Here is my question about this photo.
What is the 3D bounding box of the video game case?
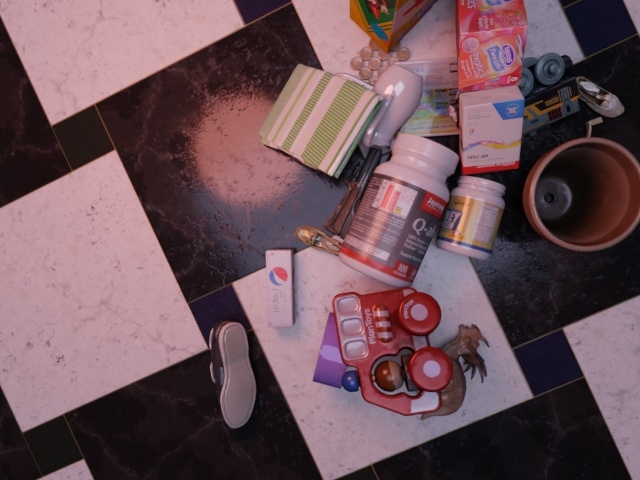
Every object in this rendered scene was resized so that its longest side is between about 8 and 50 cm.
[{"bbox_3d":[0.316,-0.391,1.259,0.227,0.026,0.206,-3,96,4],"label":"video game case"}]

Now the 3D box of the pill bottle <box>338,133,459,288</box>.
[{"bbox_3d":[0.206,-0.076,1.193,0.210,0.210,0.363,23,94,3],"label":"pill bottle"}]

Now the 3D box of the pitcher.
[{"bbox_3d":[0.174,-0.338,1.175,0.125,0.178,0.207,28,113,9],"label":"pitcher"}]

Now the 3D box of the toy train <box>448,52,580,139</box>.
[{"bbox_3d":[0.502,-0.350,1.185,0.334,0.142,0.190,-24,106,-1],"label":"toy train"}]

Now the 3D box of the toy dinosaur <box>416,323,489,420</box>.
[{"bbox_3d":[0.354,0.382,1.249,0.200,0.127,0.296,7,98,-3],"label":"toy dinosaur"}]

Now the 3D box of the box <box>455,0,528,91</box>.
[{"bbox_3d":[0.402,-0.516,1.108,0.142,0.154,0.300,0,52,14],"label":"box"}]

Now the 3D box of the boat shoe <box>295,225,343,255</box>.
[{"bbox_3d":[0.000,0.002,1.293,0.153,0.048,0.056,28,94,3],"label":"boat shoe"}]

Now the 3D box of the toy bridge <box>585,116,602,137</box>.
[{"bbox_3d":[0.750,-0.232,1.237,0.063,0.026,0.188,-17,91,7],"label":"toy bridge"}]

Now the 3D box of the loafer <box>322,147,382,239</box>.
[{"bbox_3d":[0.086,-0.137,1.262,0.084,0.096,0.267,23,97,13],"label":"loafer"}]

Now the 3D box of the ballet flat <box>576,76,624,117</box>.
[{"bbox_3d":[0.737,-0.380,1.219,0.168,0.052,0.057,29,94,2],"label":"ballet flat"}]

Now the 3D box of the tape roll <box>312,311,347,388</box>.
[{"bbox_3d":[0.039,0.294,1.231,0.080,0.189,0.189,14,93,5],"label":"tape roll"}]

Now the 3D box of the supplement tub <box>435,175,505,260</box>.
[{"bbox_3d":[0.399,-0.058,1.212,0.144,0.144,0.200,16,93,4],"label":"supplement tub"}]

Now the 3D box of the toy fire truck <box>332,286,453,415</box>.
[{"bbox_3d":[0.168,0.263,1.103,0.254,0.169,0.302,-9,73,5],"label":"toy fire truck"}]

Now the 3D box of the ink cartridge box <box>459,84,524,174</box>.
[{"bbox_3d":[0.410,-0.244,1.114,0.134,0.078,0.231,-6,130,12],"label":"ink cartridge box"}]

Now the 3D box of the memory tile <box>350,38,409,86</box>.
[{"bbox_3d":[0.165,-0.507,1.278,0.148,0.012,0.113,-44,89,5],"label":"memory tile"}]

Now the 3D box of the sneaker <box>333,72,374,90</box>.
[{"bbox_3d":[0.095,-0.401,1.265,0.161,0.057,0.075,24,88,0],"label":"sneaker"}]

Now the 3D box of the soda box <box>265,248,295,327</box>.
[{"bbox_3d":[-0.112,0.133,1.297,0.074,0.069,0.216,-1,93,4],"label":"soda box"}]

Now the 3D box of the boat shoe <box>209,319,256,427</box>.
[{"bbox_3d":[-0.255,0.376,1.310,0.114,0.091,0.302,-1,91,-40],"label":"boat shoe"}]

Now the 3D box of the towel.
[{"bbox_3d":[-0.012,-0.320,1.203,0.325,0.038,0.248,34,95,38],"label":"towel"}]

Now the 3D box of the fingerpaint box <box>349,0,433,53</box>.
[{"bbox_3d":[0.270,-0.723,1.077,0.163,0.371,0.445,45,94,3],"label":"fingerpaint box"}]

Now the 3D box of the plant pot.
[{"bbox_3d":[0.618,-0.107,1.151,0.263,0.229,0.263,0,92,4],"label":"plant pot"}]
